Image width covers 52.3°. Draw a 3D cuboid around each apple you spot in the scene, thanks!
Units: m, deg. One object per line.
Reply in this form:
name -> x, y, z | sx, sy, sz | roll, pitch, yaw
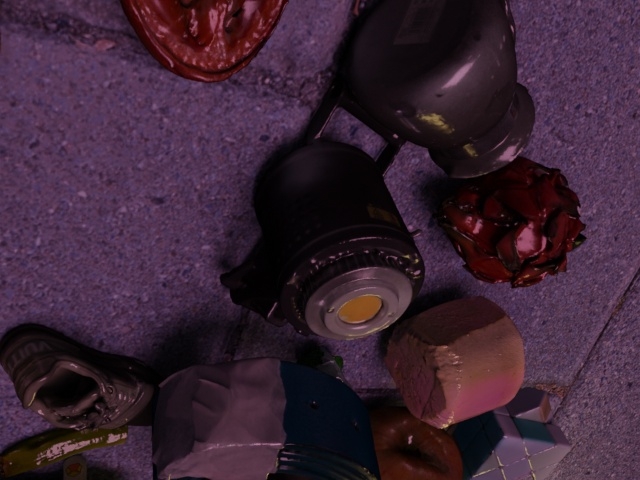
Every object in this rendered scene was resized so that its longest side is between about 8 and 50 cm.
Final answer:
apple -> 0.153, 0.452, 1.285 | 0.261, 0.260, 0.194 | -3, 135, -28

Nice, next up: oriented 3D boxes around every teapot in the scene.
teapot -> 0.194, -0.245, 0.965 | 0.223, 0.305, 0.285 | -20, 144, 27

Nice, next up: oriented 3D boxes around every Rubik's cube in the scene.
Rubik's cube -> 0.384, 0.403, 1.415 | 0.224, 0.213, 0.265 | 17, 119, -20

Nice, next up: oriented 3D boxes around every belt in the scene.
belt -> 0.020, 0.252, 1.166 | 0.079, 0.121, 0.151 | -32, 127, -8
belt -> -0.073, 0.340, 1.026 | 0.300, 0.173, 0.436 | -28, 139, 15

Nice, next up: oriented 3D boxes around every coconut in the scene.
coconut -> 0.264, 0.216, 1.226 | 0.245, 0.233, 0.233 | -14, 123, -30

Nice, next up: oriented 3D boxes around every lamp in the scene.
lamp -> 0.031, -0.003, 0.928 | 0.205, 0.272, 0.374 | 29, 100, -39

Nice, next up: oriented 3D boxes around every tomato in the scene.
tomato -> -0.142, -0.309, 0.767 | 0.228, 0.101, 0.227 | -20, 126, -29

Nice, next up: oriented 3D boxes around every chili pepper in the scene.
chili pepper -> -0.402, 0.320, 1.019 | 0.202, 0.050, 0.051 | -12, 86, -21

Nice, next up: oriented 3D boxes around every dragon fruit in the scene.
dragon fruit -> 0.308, -0.041, 1.115 | 0.293, 0.234, 0.233 | 26, 103, -23

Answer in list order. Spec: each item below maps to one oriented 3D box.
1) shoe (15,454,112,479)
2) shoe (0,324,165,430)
shoe -> -0.401, 0.431, 1.033 | 0.128, 0.140, 0.262 | -42, 135, 11
shoe -> -0.323, 0.234, 0.947 | 0.109, 0.149, 0.293 | -50, 128, 2
